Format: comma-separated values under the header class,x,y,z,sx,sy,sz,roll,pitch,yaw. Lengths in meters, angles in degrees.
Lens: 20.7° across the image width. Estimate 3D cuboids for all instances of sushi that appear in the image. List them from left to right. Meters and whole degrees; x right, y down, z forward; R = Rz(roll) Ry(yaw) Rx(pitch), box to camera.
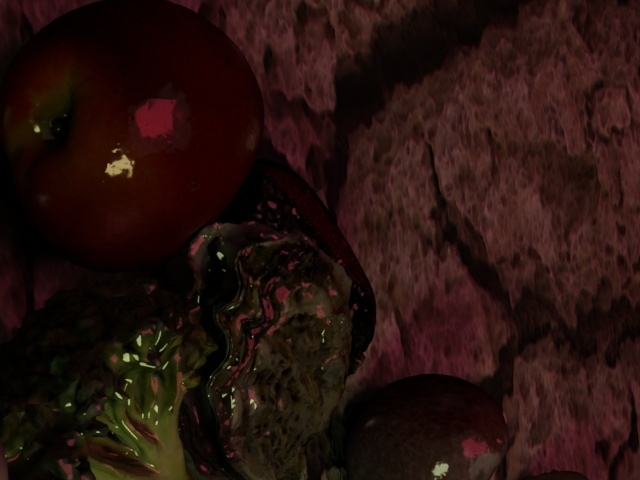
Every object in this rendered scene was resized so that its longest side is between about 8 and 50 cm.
class,x,y,z,sx,sy,sz,roll,pitch,yaw
sushi,-0.044,0.042,1.620,0.126,0.136,0.225,-44,117,-40

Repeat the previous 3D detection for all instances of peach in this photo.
class,x,y,z,sx,sy,sz,roll,pitch,yaw
peach,-0.153,-0.088,1.478,0.243,0.199,0.243,-10,103,-51

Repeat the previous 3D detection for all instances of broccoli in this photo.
class,x,y,z,sx,sy,sz,roll,pitch,yaw
broccoli,-0.197,0.189,1.313,0.324,0.334,0.272,-26,78,-36

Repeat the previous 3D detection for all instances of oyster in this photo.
class,x,y,z,sx,sy,sz,roll,pitch,yaw
oyster,-0.060,0.115,1.508,0.198,0.112,0.268,-2,108,-42

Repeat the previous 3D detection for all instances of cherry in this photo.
class,x,y,z,sx,sy,sz,roll,pitch,yaw
cherry,0.103,0.208,1.738,0.140,0.176,0.176,42,54,-4

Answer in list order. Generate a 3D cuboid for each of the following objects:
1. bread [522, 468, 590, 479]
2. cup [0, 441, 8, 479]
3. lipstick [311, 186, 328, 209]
class,x,y,z,sx,sy,sz,roll,pitch,yaw
bread,0.232,0.378,1.846,0.337,0.183,0.102,-47,127,-37
cup,-0.356,0.153,1.137,0.259,0.356,0.274,67,40,-50
lipstick,0.000,0.000,1.751,0.025,0.025,0.107,-34,116,-42
